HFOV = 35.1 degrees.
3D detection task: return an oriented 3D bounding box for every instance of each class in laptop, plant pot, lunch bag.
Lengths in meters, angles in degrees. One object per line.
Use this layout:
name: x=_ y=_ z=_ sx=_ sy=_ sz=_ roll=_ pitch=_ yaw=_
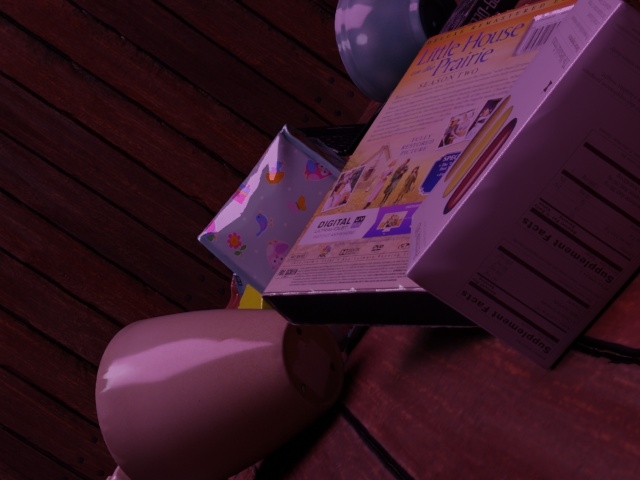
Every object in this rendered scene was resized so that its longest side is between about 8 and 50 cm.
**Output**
laptop: x=0.104 y=-0.220 z=1.709 sx=0.234 sy=0.264 sz=0.136 roll=-9 pitch=-67 yaw=-41
plant pot: x=0.203 y=-0.476 z=2.316 sx=0.196 sy=0.293 sz=0.293 roll=-10 pitch=39 yaw=42
lunch bag: x=0.000 y=0.000 z=1.450 sx=0.223 sy=0.262 sz=0.160 roll=-52 pitch=-17 yaw=8
plant pot: x=-0.112 y=0.195 z=1.359 sx=0.274 sy=0.256 sz=0.256 roll=-21 pitch=27 yaw=33

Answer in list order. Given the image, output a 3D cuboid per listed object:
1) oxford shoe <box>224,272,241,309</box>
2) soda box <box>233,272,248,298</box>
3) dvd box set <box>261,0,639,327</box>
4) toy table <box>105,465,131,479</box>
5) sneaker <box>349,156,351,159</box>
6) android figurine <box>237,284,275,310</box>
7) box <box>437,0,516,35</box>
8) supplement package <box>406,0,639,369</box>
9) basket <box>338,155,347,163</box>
oxford shoe: x=-0.163 y=0.213 z=2.252 sx=0.146 sy=0.140 sz=0.397 roll=83 pitch=-156 yaw=-50
soda box: x=-0.093 y=0.120 z=1.798 sx=0.063 sy=0.183 sz=0.058 roll=2 pitch=33 yaw=29
dvd box set: x=0.140 y=-0.090 z=1.096 sx=0.308 sy=0.062 sz=0.420 roll=-6 pitch=45 yaw=53
toy table: x=-0.275 y=0.410 z=1.784 sx=0.274 sy=0.161 sz=0.252 roll=-57 pitch=6 yaw=-2
sneaker: x=0.124 y=-0.187 z=2.054 sx=0.111 sy=0.103 sz=0.252 roll=-57 pitch=7 yaw=3
android figurine: x=-0.093 y=0.178 z=1.596 sx=0.248 sy=0.056 sz=0.272 roll=136 pitch=140 yaw=-64
box: x=0.291 y=-0.416 z=2.081 sx=0.307 sy=0.076 sz=0.242 roll=-56 pitch=6 yaw=-6
supplement package: x=0.189 y=-0.051 z=0.766 sx=0.244 sy=0.134 sz=0.139 roll=-54 pitch=6 yaw=20
basket: x=-0.028 y=-0.006 z=1.682 sx=0.204 sy=0.154 sz=0.226 roll=-41 pitch=-46 yaw=-46
